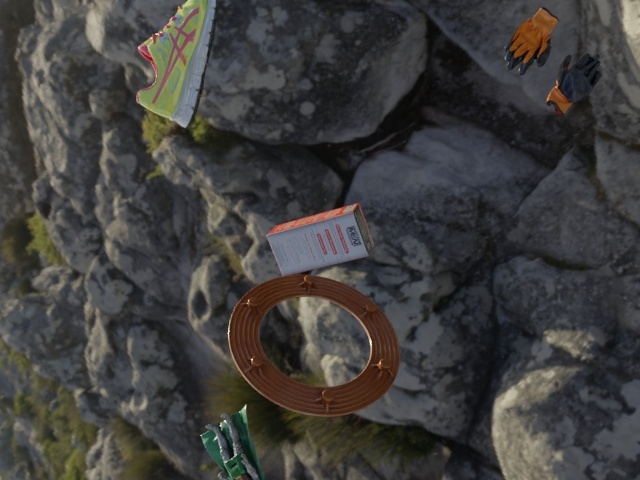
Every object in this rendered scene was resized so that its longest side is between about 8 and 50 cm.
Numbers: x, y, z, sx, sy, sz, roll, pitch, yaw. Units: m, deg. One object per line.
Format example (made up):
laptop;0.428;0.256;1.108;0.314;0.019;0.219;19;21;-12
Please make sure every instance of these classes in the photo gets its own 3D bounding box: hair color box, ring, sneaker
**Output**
hair color box;0.000;0.000;0.923;0.141;0.043;0.072;-14;106;24
ring;-0.007;0.181;1.201;0.336;0.336;0.032;43;138;26
sneaker;-0.193;-0.264;0.846;0.081;0.094;0.208;-174;97;-79

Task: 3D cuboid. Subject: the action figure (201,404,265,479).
action figure;-0.174;0.490;1.355;0.137;0.063;0.232;-39;60;17

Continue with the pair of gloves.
pair of gloves;0.198;-0.152;0.533;0.083;0.074;0.010;42;160;-2
